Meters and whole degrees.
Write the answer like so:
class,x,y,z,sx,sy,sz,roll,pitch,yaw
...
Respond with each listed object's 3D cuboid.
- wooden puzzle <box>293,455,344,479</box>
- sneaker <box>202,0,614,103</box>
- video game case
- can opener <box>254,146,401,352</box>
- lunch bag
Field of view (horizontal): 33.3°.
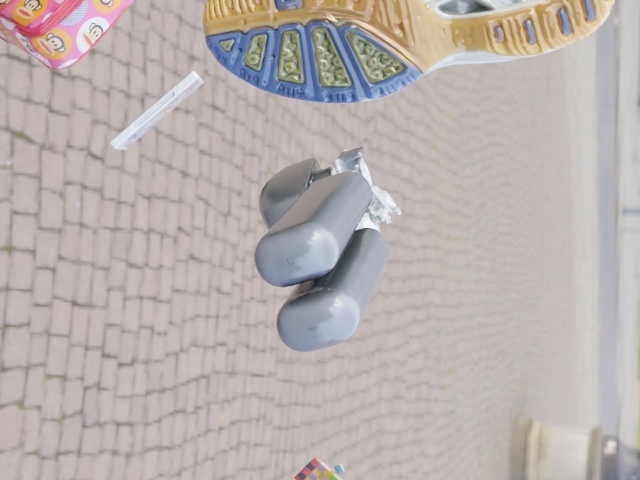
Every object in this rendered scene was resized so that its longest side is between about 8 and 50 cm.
class,x,y,z,sx,sy,sz,roll,pitch,yaw
wooden puzzle,-0.001,0.284,1.258,0.083,0.049,0.006,-50,175,33
sneaker,0.063,-0.164,0.800,0.131,0.296,0.112,-94,179,-81
video game case,-0.183,-0.146,1.208,0.011,0.122,0.087,50,1,-6
can opener,0.000,0.000,0.668,0.280,0.093,0.074,-68,139,-76
lunch bag,-0.444,-0.437,1.817,0.258,0.293,0.120,-49,139,-13
